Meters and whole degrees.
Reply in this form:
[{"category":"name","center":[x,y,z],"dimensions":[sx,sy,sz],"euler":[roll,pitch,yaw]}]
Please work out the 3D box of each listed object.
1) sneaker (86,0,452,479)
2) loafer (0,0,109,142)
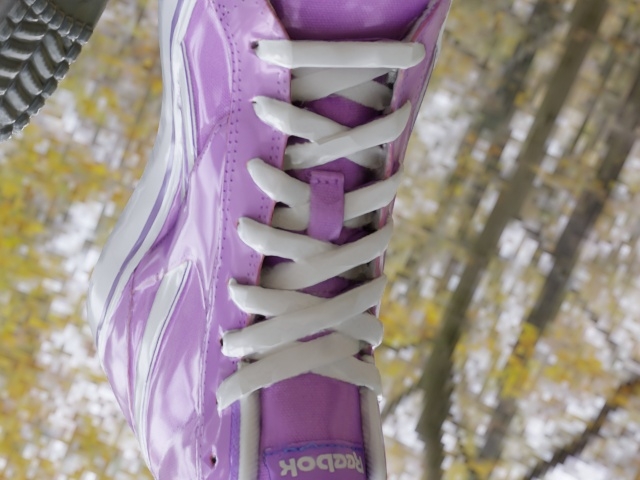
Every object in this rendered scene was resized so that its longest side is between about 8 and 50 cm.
[{"category":"sneaker","center":[0.001,0.000,0.647],"dimensions":[0.102,0.282,0.161],"euler":[-2,-135,-21]},{"category":"loafer","center":[-0.103,-0.158,0.769],"dimensions":[0.087,0.251,0.094],"euler":[31,168,19]}]
